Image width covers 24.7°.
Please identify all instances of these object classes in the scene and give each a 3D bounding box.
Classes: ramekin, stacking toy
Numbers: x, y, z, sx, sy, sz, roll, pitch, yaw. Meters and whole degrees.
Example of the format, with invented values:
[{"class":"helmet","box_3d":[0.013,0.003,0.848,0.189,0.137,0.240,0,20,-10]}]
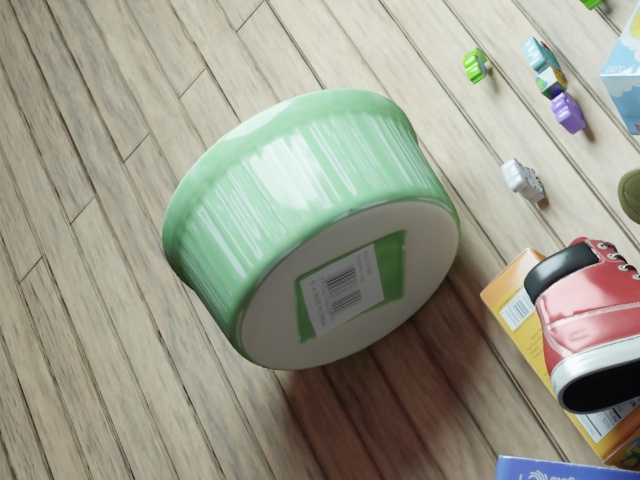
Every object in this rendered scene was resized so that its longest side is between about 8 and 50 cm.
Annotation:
[{"class":"ramekin","box_3d":[0.000,0.000,1.543,0.303,0.303,0.148,-45,56,20]},{"class":"stacking toy","box_3d":[0.250,-0.165,1.550,0.167,0.052,0.221,-36,50,25]}]

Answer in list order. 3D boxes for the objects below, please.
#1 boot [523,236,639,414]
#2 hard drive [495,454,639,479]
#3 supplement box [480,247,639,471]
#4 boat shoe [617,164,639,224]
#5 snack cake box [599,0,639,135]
[{"class":"boot","box_3d":[0.315,0.049,1.333,0.244,0.088,0.176,-13,46,5]},{"class":"hard drive","box_3d":[0.241,0.360,1.288,0.210,0.040,0.318,4,74,19]},{"class":"supplement box","box_3d":[0.251,0.115,1.410,0.080,0.078,0.233,-44,49,16]},{"class":"boat shoe","box_3d":[0.390,-0.053,1.354,0.224,0.073,0.080,-6,108,36]},{"class":"snack cake box","box_3d":[0.410,-0.176,1.341,0.264,0.089,0.152,5,53,43]}]
